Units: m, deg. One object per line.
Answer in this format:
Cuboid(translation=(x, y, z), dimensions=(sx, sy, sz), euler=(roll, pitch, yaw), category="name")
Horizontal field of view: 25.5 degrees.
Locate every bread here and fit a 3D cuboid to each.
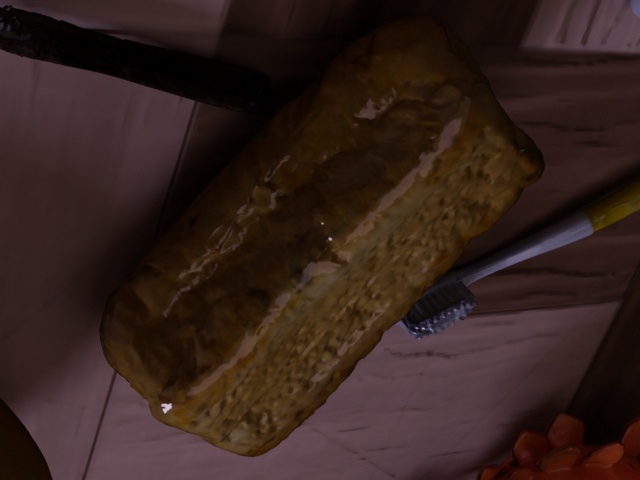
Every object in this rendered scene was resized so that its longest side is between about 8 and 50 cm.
Cuboid(translation=(0.000, 0.000, 0.629), dimensions=(0.211, 0.083, 0.114), euler=(-44, 145, 4), category="bread")

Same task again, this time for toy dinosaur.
Cuboid(translation=(0.161, 0.157, 0.895), dimensions=(0.288, 0.070, 0.117), euler=(6, 130, -30), category="toy dinosaur")

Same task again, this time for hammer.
Cuboid(translation=(-0.078, -0.075, 0.554), dimensions=(0.178, 0.021, 0.065), euler=(12, 117, -42), category="hammer")

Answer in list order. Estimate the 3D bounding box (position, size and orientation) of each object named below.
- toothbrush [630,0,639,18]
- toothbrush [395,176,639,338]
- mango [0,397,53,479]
Cuboid(translation=(0.153, -0.211, 0.604), dimensions=(0.025, 0.019, 0.275), euler=(-30, 138, -23), category="toothbrush")
Cuboid(translation=(0.165, -0.019, 0.777), dimensions=(0.288, 0.024, 0.021), euler=(-27, 136, -14), category="toothbrush")
Cuboid(translation=(-0.182, 0.086, 0.577), dimensions=(0.102, 0.085, 0.184), euler=(-38, 129, 5), category="mango")
